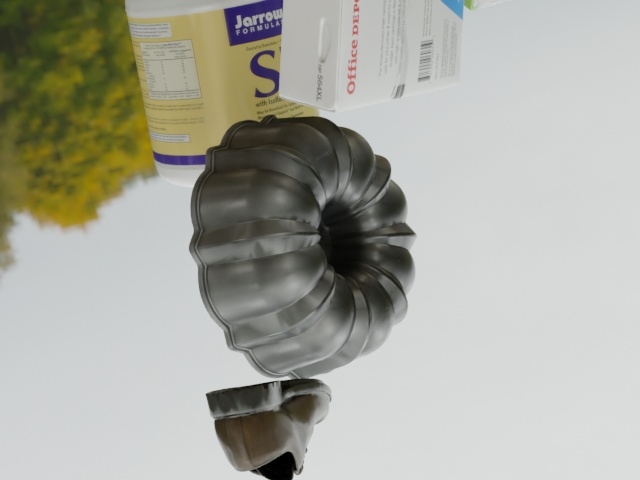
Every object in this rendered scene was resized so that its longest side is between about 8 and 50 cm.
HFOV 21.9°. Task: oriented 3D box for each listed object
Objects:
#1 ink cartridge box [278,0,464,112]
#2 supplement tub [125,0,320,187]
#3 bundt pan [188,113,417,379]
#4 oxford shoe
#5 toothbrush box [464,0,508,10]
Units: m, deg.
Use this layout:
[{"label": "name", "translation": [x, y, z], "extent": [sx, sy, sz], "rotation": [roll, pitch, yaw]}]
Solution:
[{"label": "ink cartridge box", "translation": [0.056, -0.224, 1.708], "extent": [0.086, 0.148, 0.203], "rotation": [18, -157, 39]}, {"label": "supplement tub", "translation": [-0.134, -0.258, 2.252], "extent": [0.241, 0.331, 0.241], "rotation": [-9, -165, 2]}, {"label": "bundt pan", "translation": [0.000, 0.000, 1.967], "extent": [0.124, 0.330, 0.331], "rotation": [-12, -170, 39]}, {"label": "oxford shoe", "translation": [-0.044, 0.178, 1.540], "extent": [0.083, 0.096, 0.227], "rotation": [-12, 176, 20]}, {"label": "toothbrush box", "translation": [0.198, -0.433, 2.160], "extent": [0.206, 0.122, 0.283], "rotation": [-18, -138, -30]}]
